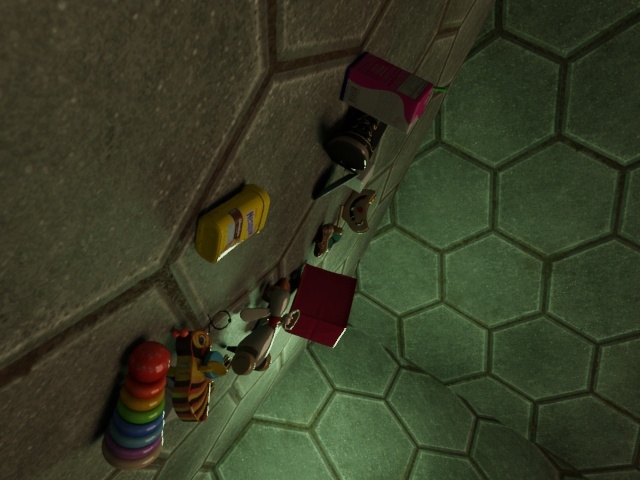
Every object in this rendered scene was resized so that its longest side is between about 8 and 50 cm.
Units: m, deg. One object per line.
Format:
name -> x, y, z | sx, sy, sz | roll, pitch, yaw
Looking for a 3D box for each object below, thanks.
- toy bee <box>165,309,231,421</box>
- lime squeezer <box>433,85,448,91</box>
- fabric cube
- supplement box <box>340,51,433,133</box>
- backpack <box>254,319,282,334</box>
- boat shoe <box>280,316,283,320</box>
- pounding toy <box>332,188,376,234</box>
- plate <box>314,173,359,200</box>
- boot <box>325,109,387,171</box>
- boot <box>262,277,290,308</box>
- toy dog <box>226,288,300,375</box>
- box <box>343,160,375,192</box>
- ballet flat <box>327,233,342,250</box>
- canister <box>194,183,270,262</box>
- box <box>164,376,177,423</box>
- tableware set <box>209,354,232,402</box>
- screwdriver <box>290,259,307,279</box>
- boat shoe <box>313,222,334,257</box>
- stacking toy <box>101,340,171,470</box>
toy bee -> -0.338, 0.301, 1.180 | 0.195, 0.298, 0.162 | -26, 140, 9
lime squeezer -> 0.427, -0.656, 2.001 | 0.310, 0.110, 0.059 | 5, -102, 69
fabric cube -> -0.003, 0.299, 2.091 | 0.258, 0.259, 0.254 | 108, 0, -58
supplement box -> 0.183, -0.412, 1.276 | 0.114, 0.220, 0.111 | -50, 166, -34
backpack -> -0.223, 0.370, 1.932 | 0.114, 0.084, 0.105 | -57, 168, 12
boat shoe -> -0.192, 0.366, 2.102 | 0.184, 0.063, 0.066 | -58, 168, -1
pounding toy -> 0.176, -0.126, 2.151 | 0.270, 0.154, 0.155 | -58, 169, -2
plate -> 0.054, -0.196, 1.627 | 0.188, 0.024, 0.188 | -30, -177, 2
boot -> 0.147, -0.362, 1.425 | 0.284, 0.138, 0.377 | -59, 177, 2
boot -> -0.165, 0.200, 1.810 | 0.197, 0.073, 0.152 | 107, 11, -47
toy dog -> -0.234, 0.326, 1.668 | 0.334, 0.161, 0.220 | -58, 154, -22
box -> 0.155, -0.271, 1.855 | 0.101, 0.087, 0.102 | -54, 168, -20
ballet flat -> 0.042, 0.000, 2.181 | 0.188, 0.070, 0.070 | -41, 160, -50
canister -> -0.197, -0.038, 1.024 | 0.170, 0.073, 0.126 | -44, 161, -47
box -> -0.421, 0.445, 1.331 | 0.137, 0.072, 0.126 | -58, 168, 1
tableware set -> -0.394, 0.540, 1.766 | 0.194, 0.039, 0.128 | -54, 168, -22
screwdriver -> -0.094, 0.126, 2.023 | 0.025, 0.024, 0.170 | -31, -170, 28
boat shoe -> 0.000, 0.000, 2.002 | 0.060, 0.064, 0.178 | -6, 132, -36
stacking toy -> -0.417, 0.371, 1.058 | 0.141, 0.141, 0.330 | -38, 151, -59
